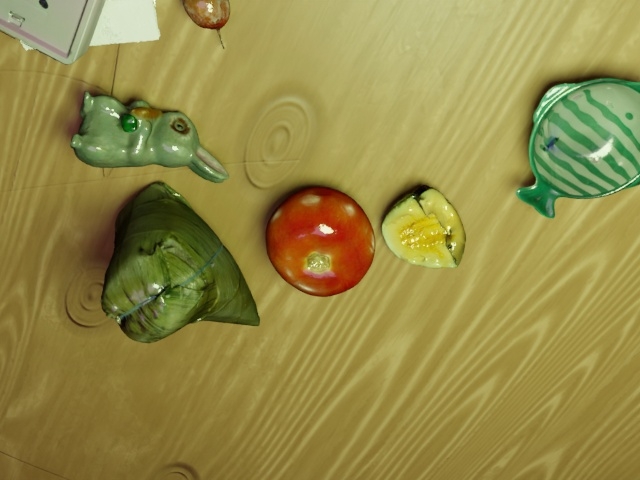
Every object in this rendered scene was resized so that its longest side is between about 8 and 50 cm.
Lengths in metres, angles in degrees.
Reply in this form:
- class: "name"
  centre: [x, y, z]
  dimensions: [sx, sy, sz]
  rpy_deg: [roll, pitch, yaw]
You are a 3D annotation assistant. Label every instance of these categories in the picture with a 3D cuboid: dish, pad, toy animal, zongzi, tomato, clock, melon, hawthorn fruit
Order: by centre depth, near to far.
- class: "clock"
  centre: [-0.425, -0.372, 0.953]
  dimensions: [0.197, 0.063, 0.150]
  rpy_deg: [27, 119, -11]
- class: "hawthorn fruit"
  centre: [-0.162, -0.332, 0.967]
  dimensions: [0.067, 0.066, 0.103]
  rpy_deg: [-14, 121, 12]
- class: "pad"
  centre: [-0.367, -0.375, 0.987]
  dimensions: [0.232, 0.004, 0.156]
  rpy_deg: [-3, 120, 5]
- class: "dish"
  centre: [0.413, -0.156, 1.026]
  dimensions: [0.224, 0.078, 0.246]
  rpy_deg: [32, 117, -15]
- class: "toy animal"
  centre: [-0.270, -0.161, 1.061]
  dimensions: [0.251, 0.127, 0.125]
  rpy_deg: [12, 110, -20]
- class: "zongzi"
  centre: [-0.204, 0.109, 1.092]
  dimensions: [0.160, 0.323, 0.360]
  rpy_deg: [-31, 118, 11]
- class: "tomato"
  centre: [0.000, 0.000, 1.112]
  dimensions: [0.195, 0.136, 0.195]
  rpy_deg: [2, 124, 2]
- class: "melon"
  centre: [0.173, -0.026, 1.127]
  dimensions: [0.128, 0.079, 0.160]
  rpy_deg: [-18, 120, 34]
